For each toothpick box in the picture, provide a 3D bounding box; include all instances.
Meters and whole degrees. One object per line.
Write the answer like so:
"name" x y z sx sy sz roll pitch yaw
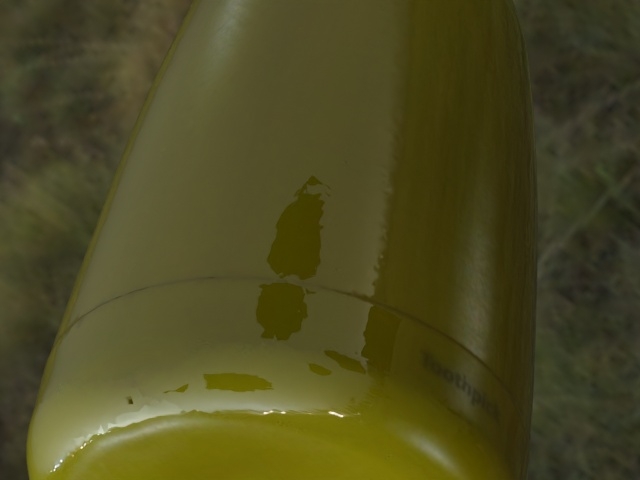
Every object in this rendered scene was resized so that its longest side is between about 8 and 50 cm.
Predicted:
"toothpick box" 0.000 0.000 0.711 0.175 0.175 0.271 -32 34 39
